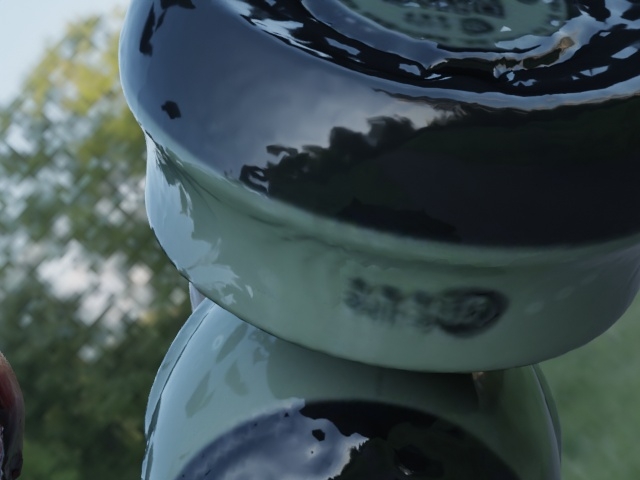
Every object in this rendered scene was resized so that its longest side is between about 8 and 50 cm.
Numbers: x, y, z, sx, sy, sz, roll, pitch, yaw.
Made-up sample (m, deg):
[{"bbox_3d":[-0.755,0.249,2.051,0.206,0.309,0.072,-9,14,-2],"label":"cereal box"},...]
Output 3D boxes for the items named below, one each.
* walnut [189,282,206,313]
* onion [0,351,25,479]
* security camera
[{"bbox_3d":[0.000,0.000,1.401,0.298,0.203,0.203,-61,-4,16],"label":"walnut"},{"bbox_3d":[-0.343,0.105,1.317,0.120,0.283,0.227,-83,14,-50],"label":"onion"},{"bbox_3d":[0.018,0.031,0.658,0.191,0.197,0.277,-94,12,-56],"label":"security camera"}]
